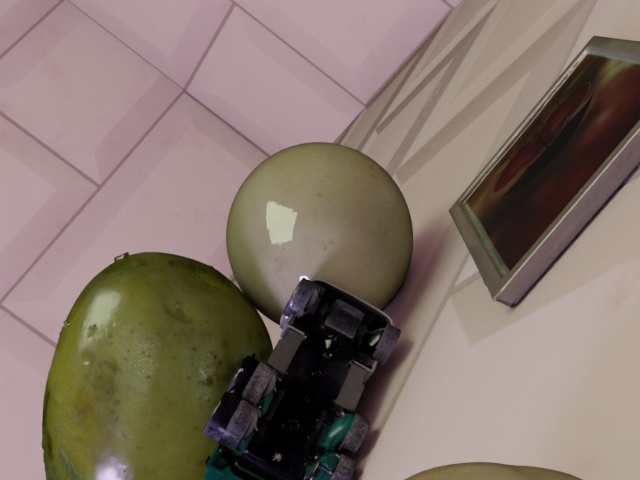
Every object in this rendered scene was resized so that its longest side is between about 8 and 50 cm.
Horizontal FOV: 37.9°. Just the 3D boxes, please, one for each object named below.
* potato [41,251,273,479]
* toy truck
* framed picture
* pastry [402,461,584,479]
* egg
[{"bbox_3d":[-0.145,0.163,0.852,0.216,0.215,0.304,147,127,-70],"label":"potato"},{"bbox_3d":[-0.022,0.137,0.749,0.116,0.110,0.216,-62,0,42],"label":"toy truck"},{"bbox_3d":[0.189,-0.069,0.739,0.211,0.020,0.289,-52,8,12],"label":"framed picture"},{"bbox_3d":[0.044,0.145,0.337,0.156,0.092,0.156,-44,9,9],"label":"pastry"},{"bbox_3d":[0.000,0.000,0.932,0.188,0.188,0.254,-51,16,13],"label":"egg"}]
